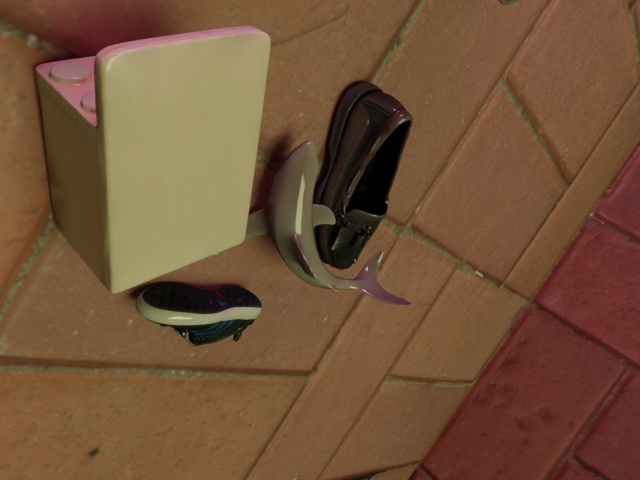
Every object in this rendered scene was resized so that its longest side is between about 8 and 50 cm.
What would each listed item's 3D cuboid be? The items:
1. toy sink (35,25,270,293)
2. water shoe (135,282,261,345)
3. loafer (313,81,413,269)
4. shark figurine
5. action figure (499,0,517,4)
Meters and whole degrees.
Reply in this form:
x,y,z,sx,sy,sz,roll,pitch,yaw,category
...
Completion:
x,y,z,sx,sy,sz,roll,pitch,yaw,category
-0.156,-0.096,0.560,0.153,0.131,0.234,-25,142,-37,toy sink
-0.157,0.106,0.796,0.203,0.073,0.080,8,116,-53,water shoe
0.058,-0.069,0.879,0.109,0.095,0.302,-24,137,-37,loafer
-0.002,0.026,0.812,0.166,0.116,0.278,-36,125,1,shark figurine
0.219,-0.436,0.679,0.330,0.179,0.341,-18,136,-55,action figure
